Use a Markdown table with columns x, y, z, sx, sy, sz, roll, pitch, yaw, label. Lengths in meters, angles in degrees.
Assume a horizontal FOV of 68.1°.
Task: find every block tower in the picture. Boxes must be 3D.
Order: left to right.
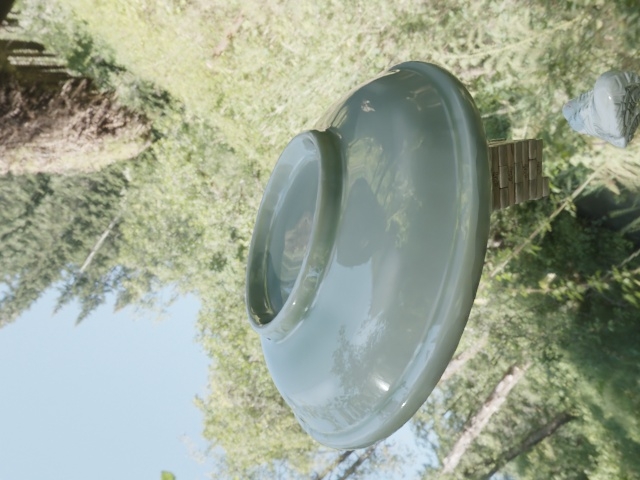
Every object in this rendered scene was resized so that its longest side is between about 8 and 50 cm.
| x | y | z | sx | sy | sz | roll | pitch | yaw | label |
| --- | --- | --- | --- | --- | --- | --- | --- | --- | --- |
| 0.177 | -0.078 | 0.648 | 0.336 | 0.097 | 0.091 | -14 | -165 | -33 | block tower |

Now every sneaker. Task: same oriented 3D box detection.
| x | y | z | sx | sy | sz | roll | pitch | yaw | label |
| --- | --- | --- | --- | --- | --- | --- | --- | --- | --- |
| 0.462 | -0.216 | 0.795 | 0.115 | 0.090 | 0.232 | 23 | -176 | 34 | sneaker |

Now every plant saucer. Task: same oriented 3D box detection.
| x | y | z | sx | sy | sz | roll | pitch | yaw | label |
| --- | --- | --- | --- | --- | --- | --- | --- | --- | --- |
| 0.000 | 0.000 | 0.497 | 0.101 | 0.400 | 0.400 | 14 | -165 | -21 | plant saucer |
